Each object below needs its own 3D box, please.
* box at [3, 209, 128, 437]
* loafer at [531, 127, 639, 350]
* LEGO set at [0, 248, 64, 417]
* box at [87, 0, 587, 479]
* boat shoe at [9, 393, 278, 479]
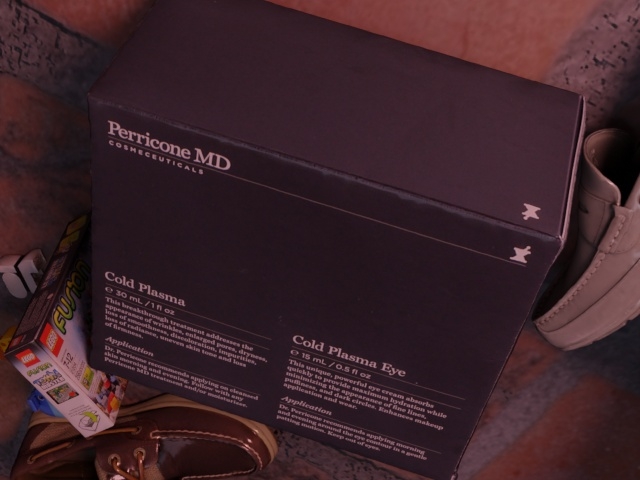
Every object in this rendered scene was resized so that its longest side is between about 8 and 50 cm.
[{"bbox_3d":[-0.219,0.073,0.964,0.036,0.207,0.114,-25,120,20],"label":"box"},{"bbox_3d":[0.242,-0.041,0.767,0.111,0.112,0.319,29,127,0],"label":"loafer"},{"bbox_3d":[-0.328,0.121,1.135,0.093,0.087,0.227,0,130,20],"label":"LEGO set"},{"bbox_3d":[0.000,0.000,0.838,0.343,0.179,0.312,18,136,4],"label":"box"},{"bbox_3d":[-0.216,0.260,1.194,0.342,0.123,0.123,-1,130,21],"label":"boat shoe"}]
